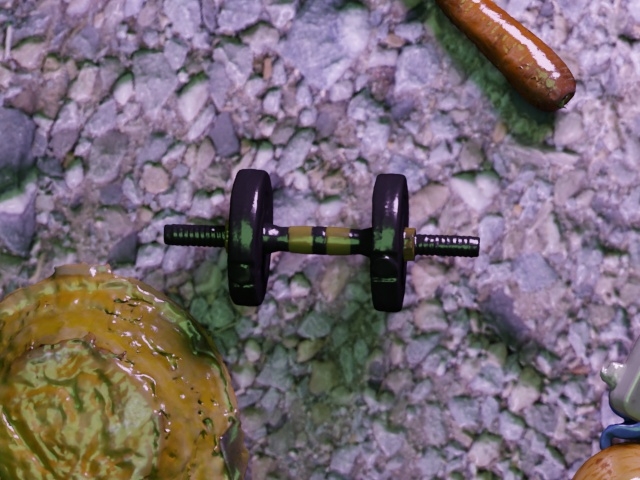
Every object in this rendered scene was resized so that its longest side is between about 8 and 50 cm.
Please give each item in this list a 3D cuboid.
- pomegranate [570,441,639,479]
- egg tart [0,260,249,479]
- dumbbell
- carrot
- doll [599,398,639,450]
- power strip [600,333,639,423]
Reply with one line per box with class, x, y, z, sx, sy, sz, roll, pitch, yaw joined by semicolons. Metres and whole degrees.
pomegranate;0.324;0.289;1.680;0.215;0.215;0.215;-1;82;5
egg tart;-0.239;0.194;1.784;0.341;0.132;0.341;-1;83;4
dumbbell;0.000;0.000;1.783;0.326;0.143;0.143;2;82;6
carrot;0.176;-0.228;1.844;0.059;0.059;0.248;-44;78;-2
doll;0.367;0.151;1.765;0.206;0.067;0.110;-30;91;-1
power strip;0.404;0.164;1.715;0.270;0.046;0.118;30;86;-17
